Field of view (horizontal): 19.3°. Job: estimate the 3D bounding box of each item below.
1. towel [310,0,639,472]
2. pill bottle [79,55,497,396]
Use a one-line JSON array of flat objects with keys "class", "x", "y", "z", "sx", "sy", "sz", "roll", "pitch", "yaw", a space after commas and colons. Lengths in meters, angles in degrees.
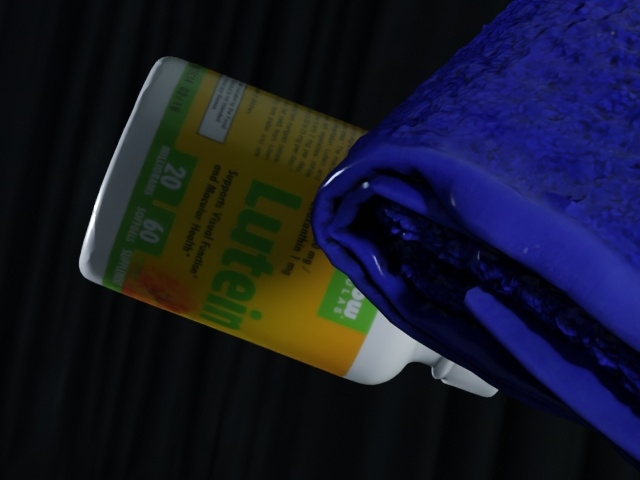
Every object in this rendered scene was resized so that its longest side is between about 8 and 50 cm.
[{"class": "towel", "x": 0.178, "y": -0.039, "z": 0.420, "sx": 0.228, "sy": 0.308, "sz": 0.076, "roll": 38, "pitch": 152, "yaw": 20}, {"class": "pill bottle", "x": 0.000, "y": 0.000, "z": 1.065, "sx": 0.246, "sy": 0.136, "sz": 0.136, "roll": 21, "pitch": 172, "yaw": -3}]
